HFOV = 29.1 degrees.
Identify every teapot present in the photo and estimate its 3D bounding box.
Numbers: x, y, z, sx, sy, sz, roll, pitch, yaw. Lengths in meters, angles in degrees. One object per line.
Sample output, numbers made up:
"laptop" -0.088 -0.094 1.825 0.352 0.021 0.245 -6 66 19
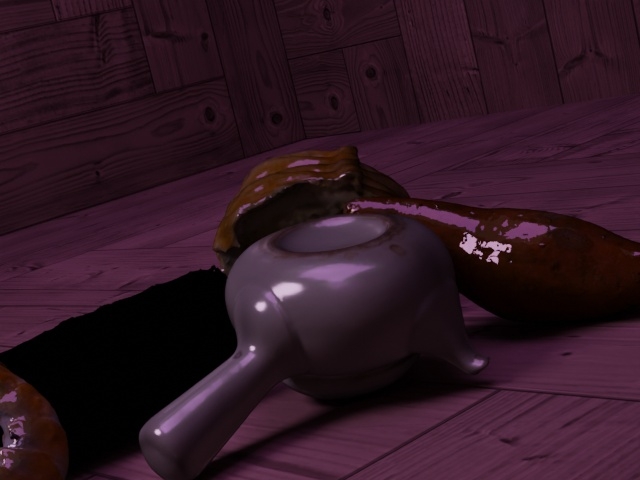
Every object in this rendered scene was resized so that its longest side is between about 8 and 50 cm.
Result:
"teapot" -0.026 0.079 1.084 0.318 0.149 0.220 -16 16 -16

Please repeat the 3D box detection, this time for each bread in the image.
"bread" 0.006 -0.001 1.364 0.196 0.238 0.252 -48 15 6

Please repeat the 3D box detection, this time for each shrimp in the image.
"shrimp" -0.280 0.160 0.967 0.161 0.166 0.049 -20 -21 -35

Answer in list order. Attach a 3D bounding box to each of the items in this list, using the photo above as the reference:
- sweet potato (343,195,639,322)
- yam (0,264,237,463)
"sweet potato" 0.194 0.024 1.175 0.359 0.112 0.112 7 18 23
"yam" -0.196 0.126 1.128 0.279 0.131 0.131 -23 13 -35
